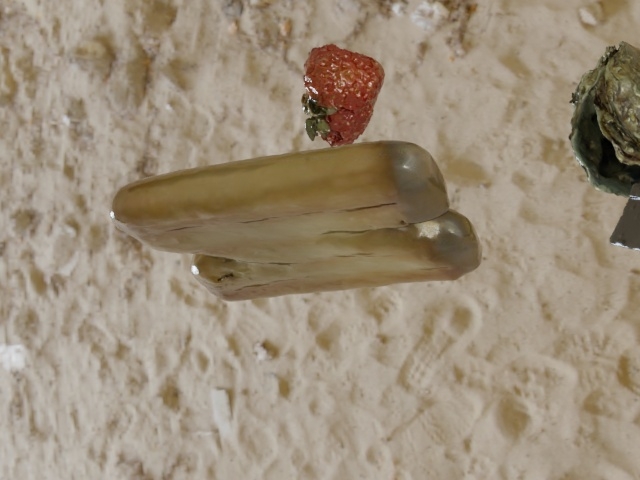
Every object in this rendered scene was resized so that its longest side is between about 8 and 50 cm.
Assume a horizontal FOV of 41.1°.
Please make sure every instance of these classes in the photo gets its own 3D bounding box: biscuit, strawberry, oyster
[{"bbox_3d":[-0.014,-0.010,0.774,0.291,0.237,0.062,-8,65,22],"label":"biscuit"},{"bbox_3d":[0.054,-0.249,1.401,0.107,0.236,0.175,-12,120,28],"label":"strawberry"},{"bbox_3d":[0.448,-0.186,1.247,0.158,0.351,0.162,-27,113,32],"label":"oyster"}]

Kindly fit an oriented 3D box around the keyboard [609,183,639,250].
[{"bbox_3d":[0.351,-0.009,0.759,0.072,0.023,0.231,-66,23,-1],"label":"keyboard"}]
